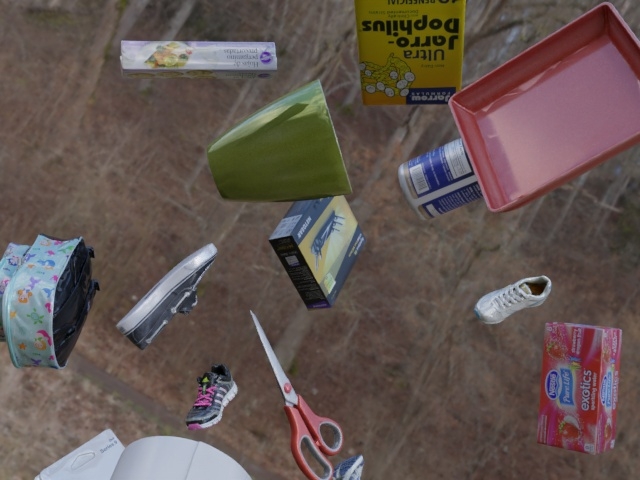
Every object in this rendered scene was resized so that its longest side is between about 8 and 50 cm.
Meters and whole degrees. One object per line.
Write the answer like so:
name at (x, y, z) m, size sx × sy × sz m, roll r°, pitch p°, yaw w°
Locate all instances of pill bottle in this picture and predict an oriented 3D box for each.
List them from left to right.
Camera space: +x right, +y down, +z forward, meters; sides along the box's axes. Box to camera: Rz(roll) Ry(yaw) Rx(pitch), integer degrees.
pill bottle at (0.333, -0.161, 1.929) m, size 0.264 × 0.153 × 0.153 m, roll -22°, pitch -40°, yaw 20°

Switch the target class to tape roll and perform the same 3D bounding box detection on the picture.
tape roll at (-0.242, 0.461, 1.320) m, size 0.246 × 0.169 × 0.246 m, roll 7°, pitch -51°, yaw 8°

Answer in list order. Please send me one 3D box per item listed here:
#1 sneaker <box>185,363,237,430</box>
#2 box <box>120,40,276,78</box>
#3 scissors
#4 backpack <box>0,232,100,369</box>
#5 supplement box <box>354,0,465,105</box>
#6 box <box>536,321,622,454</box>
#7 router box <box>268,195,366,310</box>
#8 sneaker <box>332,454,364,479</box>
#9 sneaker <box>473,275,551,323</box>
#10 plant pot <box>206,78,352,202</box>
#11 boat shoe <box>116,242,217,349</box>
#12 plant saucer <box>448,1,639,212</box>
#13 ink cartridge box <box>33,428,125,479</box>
sneaker at (-0.207, 0.283, 1.486) m, size 0.063 × 0.170 × 0.075 m, roll -7°, pitch -71°, yaw 21°
box at (-0.256, -0.379, 1.700) m, size 0.324 × 0.063 × 0.067 m, roll -3°, pitch -6°, yaw -16°
scissors at (-0.050, 0.250, 1.249) m, size 0.021 × 0.109 × 0.297 m, roll -12°, pitch -61°, yaw 41°
backpack at (-0.558, 0.129, 1.614) m, size 0.191 × 0.253 × 0.225 m, roll 1°, pitch -52°, yaw -7°
supplement box at (0.166, -0.442, 1.478) m, size 0.194 × 0.195 × 0.356 m, roll 1°, pitch -38°, yaw 9°
box at (0.539, 0.304, 1.683) m, size 0.128 × 0.257 × 0.122 m, roll 3°, pitch -3°, yaw 38°
router box at (0.000, 0.000, 2.191) m, size 0.081 × 0.309 × 0.243 m, roll -11°, pitch -59°, yaw 31°
sneaker at (0.048, 0.439, 1.446) m, size 0.052 × 0.135 × 0.058 m, roll -26°, pitch -80°, yaw 34°
sneaker at (0.518, 0.154, 2.187) m, size 0.087 × 0.228 × 0.092 m, roll 61°, pitch -20°, yaw 25°
plant pot at (-0.103, -0.199, 1.870) m, size 0.293 × 0.275 × 0.275 m, roll -16°, pitch -23°, yaw 3°
boat shoe at (-0.344, 0.135, 1.933) m, size 0.102 × 0.301 × 0.108 m, roll 48°, pitch -21°, yaw -12°
plant saucer at (0.316, -0.170, 1.075) m, size 0.048 × 0.258 × 0.259 m, roll 43°, pitch 26°, yaw -38°
ink cartridge box at (-0.562, 0.572, 1.797) m, size 0.121 × 0.211 × 0.289 m, roll 49°, pitch -50°, yaw 9°
